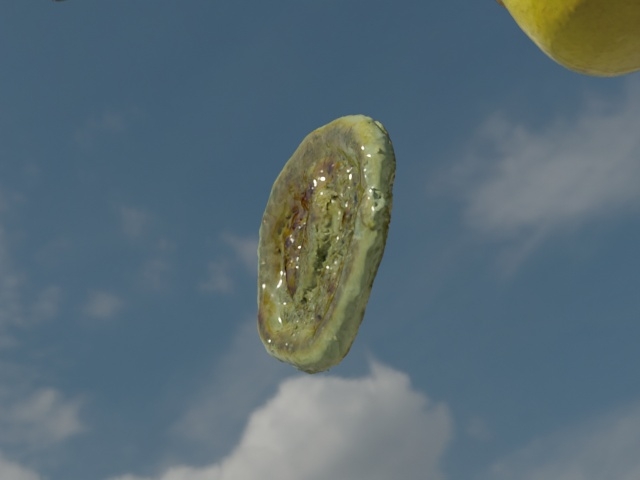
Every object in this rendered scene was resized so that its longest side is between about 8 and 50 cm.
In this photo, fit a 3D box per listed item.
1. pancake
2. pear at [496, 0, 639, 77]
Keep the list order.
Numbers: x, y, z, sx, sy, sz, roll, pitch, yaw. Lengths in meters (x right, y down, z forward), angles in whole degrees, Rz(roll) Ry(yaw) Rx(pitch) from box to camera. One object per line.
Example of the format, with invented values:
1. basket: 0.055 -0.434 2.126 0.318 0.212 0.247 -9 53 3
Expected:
1. pancake: 0.000 0.001 0.484 0.017 0.108 0.108 13 -47 -24
2. pear: 0.322 -0.309 1.058 0.340 0.191 0.386 33 -74 -14
